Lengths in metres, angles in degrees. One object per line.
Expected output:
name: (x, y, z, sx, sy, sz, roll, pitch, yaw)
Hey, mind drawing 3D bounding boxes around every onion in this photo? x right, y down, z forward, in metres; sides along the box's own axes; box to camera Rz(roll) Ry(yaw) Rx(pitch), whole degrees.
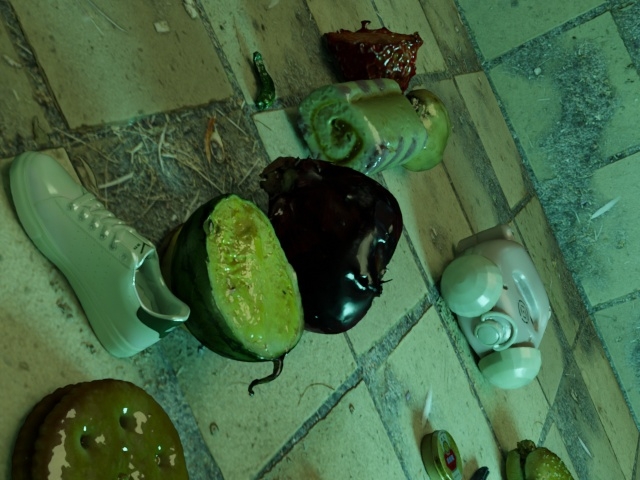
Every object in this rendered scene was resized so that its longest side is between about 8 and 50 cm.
onion: (0.010, 0.014, 1.412, 0.281, 0.221, 0.281, 15, 71, -52)

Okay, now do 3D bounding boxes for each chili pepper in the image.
chili pepper: (-0.099, -0.283, 1.648, 0.055, 0.035, 0.118, 55, 26, -64)

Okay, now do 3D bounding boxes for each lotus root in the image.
lotus root: (0.224, -0.254, 2.085, 0.284, 0.146, 0.160, 49, 42, -67)

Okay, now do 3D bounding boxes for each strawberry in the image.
strawberry: (0.115, -0.391, 2.052, 0.234, 0.234, 0.178, -48, 143, -63)

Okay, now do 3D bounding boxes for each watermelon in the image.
watermelon: (-0.115, 0.062, 1.142, 0.204, 0.127, 0.232, -30, 103, -65)

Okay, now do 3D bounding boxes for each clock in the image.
clock: (0.422, 0.154, 2.176, 0.342, 0.184, 0.326, 57, 31, -10)

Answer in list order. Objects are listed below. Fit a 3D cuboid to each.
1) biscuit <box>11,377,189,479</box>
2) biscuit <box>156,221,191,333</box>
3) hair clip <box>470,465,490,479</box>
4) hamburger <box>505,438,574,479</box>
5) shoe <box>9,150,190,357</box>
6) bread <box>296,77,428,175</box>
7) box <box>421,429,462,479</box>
biscuit: (-0.219, 0.248, 0.932, 0.220, 0.066, 0.220, 39, 40, -44)
biscuit: (-0.150, 0.061, 1.259, 0.260, 0.041, 0.203, 1, 73, -62)
hair clip: (0.308, 0.516, 1.782, 0.083, 0.048, 0.275, 57, 26, -13)
hamburger: (0.496, 0.551, 2.037, 0.215, 0.122, 0.189, 63, 27, -4)
shoe: (-0.242, 0.004, 1.036, 0.265, 0.110, 0.095, 63, 26, -15)
bread: (0.088, -0.222, 1.827, 0.187, 0.155, 0.338, 57, 26, 2)
box: (0.229, 0.411, 1.719, 0.105, 0.037, 0.105, 45, 32, -39)
